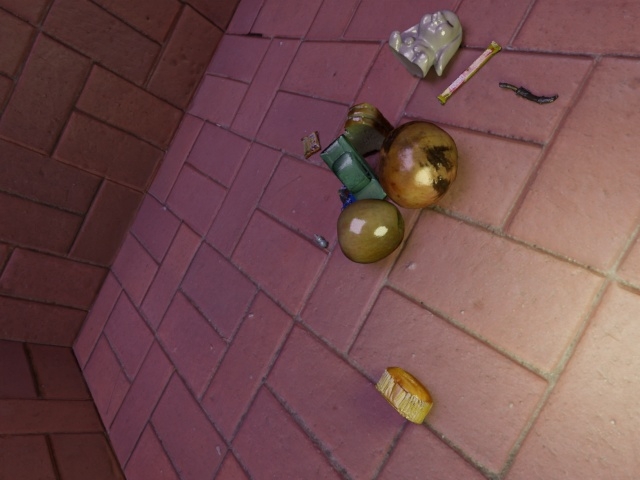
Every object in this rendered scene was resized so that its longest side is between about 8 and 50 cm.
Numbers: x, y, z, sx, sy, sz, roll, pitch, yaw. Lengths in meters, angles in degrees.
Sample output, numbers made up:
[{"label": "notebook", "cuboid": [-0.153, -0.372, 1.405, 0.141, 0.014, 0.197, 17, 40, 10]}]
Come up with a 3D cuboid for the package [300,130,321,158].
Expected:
[{"label": "package", "cuboid": [-0.049, -0.487, 2.267, 0.108, 0.031, 0.120, -26, 62, 34]}]

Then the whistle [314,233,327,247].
[{"label": "whistle", "cuboid": [0.000, 0.000, 2.019, 0.035, 0.035, 0.100, -54, 45, 12]}]

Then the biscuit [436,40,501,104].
[{"label": "biscuit", "cuboid": [0.578, -0.654, 1.760, 0.292, 0.026, 0.048, -44, 68, 21]}]

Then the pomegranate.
[{"label": "pomegranate", "cuboid": [0.350, -0.275, 1.637, 0.322, 0.322, 0.321, -18, 62, 37]}]

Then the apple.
[{"label": "apple", "cuboid": [0.195, -0.037, 1.707, 0.234, 0.257, 0.256, -6, 68, 23]}]

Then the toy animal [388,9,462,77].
[{"label": "toy animal", "cuboid": [0.450, -0.822, 1.841, 0.265, 0.206, 0.271, -47, 63, 7]}]

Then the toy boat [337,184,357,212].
[{"label": "toy boat", "cuboid": [0.112, -0.192, 1.942, 0.091, 0.110, 0.174, -27, 55, 32]}]

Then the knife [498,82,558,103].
[{"label": "knife", "cuboid": [0.719, -0.516, 1.575, 0.222, 0.021, 0.045, 35, 99, 41]}]

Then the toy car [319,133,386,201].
[{"label": "toy car", "cuboid": [0.139, -0.272, 1.852, 0.141, 0.097, 0.320, -38, 92, 25]}]

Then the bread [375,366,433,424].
[{"label": "bread", "cuboid": [0.280, 0.504, 1.488, 0.191, 0.132, 0.114, 33, 95, 43]}]

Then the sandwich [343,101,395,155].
[{"label": "sandwich", "cuboid": [0.157, -0.457, 1.910, 0.289, 0.254, 0.099, -10, 65, 42]}]
